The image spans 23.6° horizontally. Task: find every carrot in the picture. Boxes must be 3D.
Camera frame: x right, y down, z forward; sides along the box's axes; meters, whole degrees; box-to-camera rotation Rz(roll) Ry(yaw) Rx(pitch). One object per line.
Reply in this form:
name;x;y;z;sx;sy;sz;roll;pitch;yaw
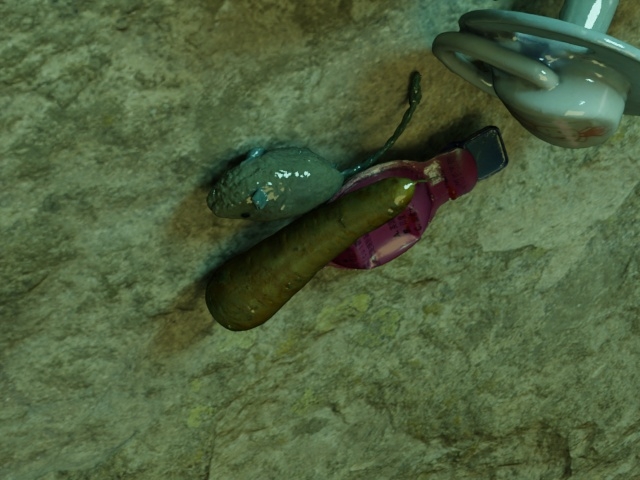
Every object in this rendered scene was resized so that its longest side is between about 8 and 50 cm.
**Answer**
carrot;0.000;0.000;1.563;0.298;0.078;0.078;-33;145;27

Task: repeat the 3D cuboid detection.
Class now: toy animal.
toy animal;0.004;-0.078;1.541;0.253;0.070;0.079;-25;158;-14

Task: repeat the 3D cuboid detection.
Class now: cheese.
cheese;0.091;-0.044;1.635;0.244;0.062;0.155;-31;142;-3

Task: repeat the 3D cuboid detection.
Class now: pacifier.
pacifier;0.244;-0.213;1.495;0.226;0.238;0.287;-69;157;-5
